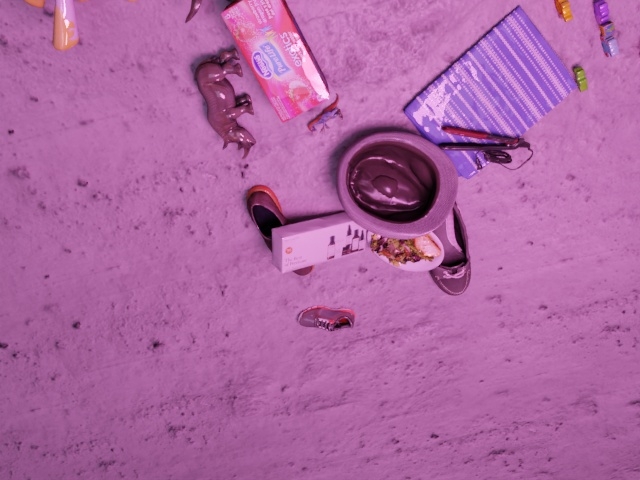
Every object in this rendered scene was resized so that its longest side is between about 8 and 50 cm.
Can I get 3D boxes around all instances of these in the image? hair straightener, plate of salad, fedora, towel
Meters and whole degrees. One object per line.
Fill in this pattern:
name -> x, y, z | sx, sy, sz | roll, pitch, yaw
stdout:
hair straightener -> 0.385, -0.208, 1.377 | 0.231, 0.047, 0.088 | 5, 114, -9
plate of salad -> 0.208, 0.021, 1.478 | 0.200, 0.048, 0.199 | 17, 144, 13
fedora -> 0.171, -0.125, 1.377 | 0.276, 0.124, 0.243 | 15, 88, 5
towel -> 0.388, -0.326, 1.363 | 0.336, 0.040, 0.243 | -41, 110, 15

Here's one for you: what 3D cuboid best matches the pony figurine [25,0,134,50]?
pony figurine -> -0.429, -0.576, 1.041 | 0.303, 0.351, 0.363 | 33, 154, 17

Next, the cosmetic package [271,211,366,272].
cosmetic package -> 0.000, 0.000, 1.437 | 0.239, 0.060, 0.098 | -15, 120, -28

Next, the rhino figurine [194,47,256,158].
rhino figurine -> -0.206, -0.296, 1.327 | 0.107, 0.073, 0.243 | -14, 119, 0

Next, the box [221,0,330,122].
box -> -0.090, -0.398, 1.247 | 0.123, 0.128, 0.256 | -26, 116, 10

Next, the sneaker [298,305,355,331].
sneaker -> 0.018, 0.218, 1.607 | 0.158, 0.064, 0.061 | -5, 117, 0

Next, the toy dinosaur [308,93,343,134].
toy dinosaur -> 0.010, -0.284, 1.373 | 0.082, 0.047, 0.090 | -7, 85, 11

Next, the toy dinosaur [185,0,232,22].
toy dinosaur -> -0.193, -0.582, 1.172 | 0.160, 0.121, 0.313 | 39, 116, -4

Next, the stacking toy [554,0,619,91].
stacking toy -> 0.622, -0.460, 1.293 | 0.167, 0.052, 0.221 | -22, 118, 11

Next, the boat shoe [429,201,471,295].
boat shoe -> 0.320, 0.018, 1.499 | 0.112, 0.095, 0.334 | -15, 117, 5

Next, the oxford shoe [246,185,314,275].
oxford shoe -> -0.102, -0.004, 1.468 | 0.097, 0.098, 0.271 | -30, 115, 13
